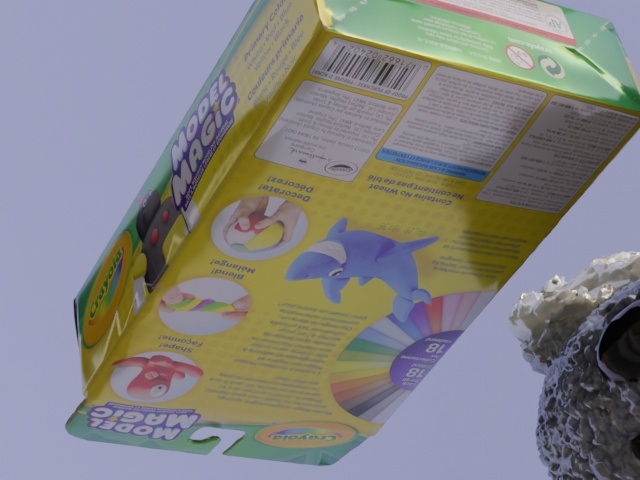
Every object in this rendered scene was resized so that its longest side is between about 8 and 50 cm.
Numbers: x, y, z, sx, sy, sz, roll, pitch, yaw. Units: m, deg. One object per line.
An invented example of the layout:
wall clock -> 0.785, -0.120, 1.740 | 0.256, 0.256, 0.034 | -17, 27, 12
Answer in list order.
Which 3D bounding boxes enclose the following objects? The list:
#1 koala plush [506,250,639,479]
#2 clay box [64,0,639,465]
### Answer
koala plush -> 0.169, 0.041, 0.573 | 0.221, 0.203, 0.196 | -36, -127, 26
clay box -> 0.000, 0.000, 0.595 | 0.222, 0.127, 0.053 | -52, -142, 39
